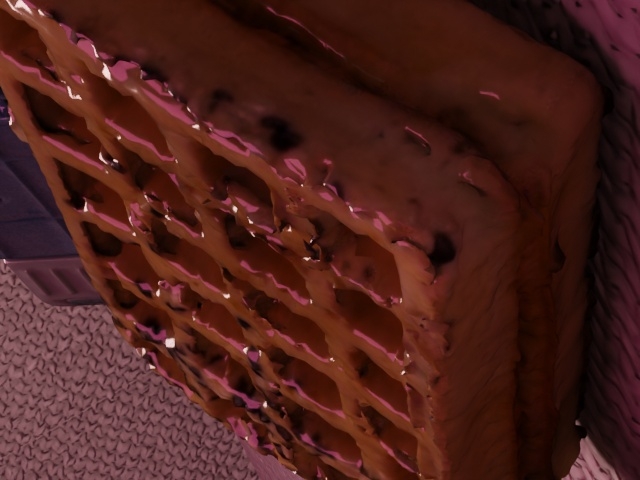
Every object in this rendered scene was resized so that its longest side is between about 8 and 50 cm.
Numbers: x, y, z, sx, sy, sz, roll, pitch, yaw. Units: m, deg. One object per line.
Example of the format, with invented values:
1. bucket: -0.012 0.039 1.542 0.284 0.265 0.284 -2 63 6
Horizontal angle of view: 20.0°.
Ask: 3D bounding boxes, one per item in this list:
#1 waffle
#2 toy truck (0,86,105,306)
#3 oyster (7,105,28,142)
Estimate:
1. waffle: 0.000 0.000 0.800 0.261 0.114 0.376 31 159 23
2. toy truck: -0.176 -0.088 1.125 0.367 0.146 0.175 54 -141 -54
3. oyster: -0.043 -0.022 1.076 0.110 0.166 0.341 17 151 40
